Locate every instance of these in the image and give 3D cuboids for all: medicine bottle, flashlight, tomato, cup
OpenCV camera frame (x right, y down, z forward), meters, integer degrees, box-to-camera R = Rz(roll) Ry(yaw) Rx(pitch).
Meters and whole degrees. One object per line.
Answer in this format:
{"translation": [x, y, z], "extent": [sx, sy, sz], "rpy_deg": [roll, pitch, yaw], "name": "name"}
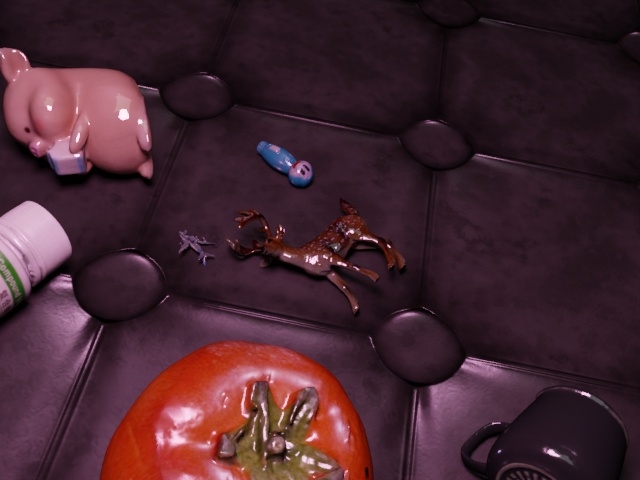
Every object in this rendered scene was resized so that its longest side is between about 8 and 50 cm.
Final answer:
{"translation": [-0.507, 0.049, 1.233], "extent": [0.139, 0.139, 0.237], "rpy_deg": [33, 51, 18], "name": "medicine bottle"}
{"translation": [-0.069, -0.146, 1.536], "extent": [0.129, 0.051, 0.051], "rpy_deg": [33, 52, 25], "name": "flashlight"}
{"translation": [-0.095, 0.300, 1.006], "extent": [0.341, 0.273, 0.341], "rpy_deg": [14, 49, -17], "name": "tomato"}
{"translation": [0.315, 0.302, 1.152], "extent": [0.223, 0.169, 0.176], "rpy_deg": [7, 36, 39], "name": "cup"}

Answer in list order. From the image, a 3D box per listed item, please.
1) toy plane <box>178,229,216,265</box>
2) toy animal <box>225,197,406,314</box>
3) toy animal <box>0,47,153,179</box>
{"translation": [-0.217, 0.007, 1.390], "extent": [0.078, 0.024, 0.084], "rpy_deg": [-14, 51, -43], "name": "toy plane"}
{"translation": [-0.005, 0.015, 1.398], "extent": [0.260, 0.087, 0.243], "rpy_deg": [35, 39, 22], "name": "toy animal"}
{"translation": [-0.432, -0.208, 1.446], "extent": [0.256, 0.195, 0.213], "rpy_deg": [-1, 58, -14], "name": "toy animal"}
